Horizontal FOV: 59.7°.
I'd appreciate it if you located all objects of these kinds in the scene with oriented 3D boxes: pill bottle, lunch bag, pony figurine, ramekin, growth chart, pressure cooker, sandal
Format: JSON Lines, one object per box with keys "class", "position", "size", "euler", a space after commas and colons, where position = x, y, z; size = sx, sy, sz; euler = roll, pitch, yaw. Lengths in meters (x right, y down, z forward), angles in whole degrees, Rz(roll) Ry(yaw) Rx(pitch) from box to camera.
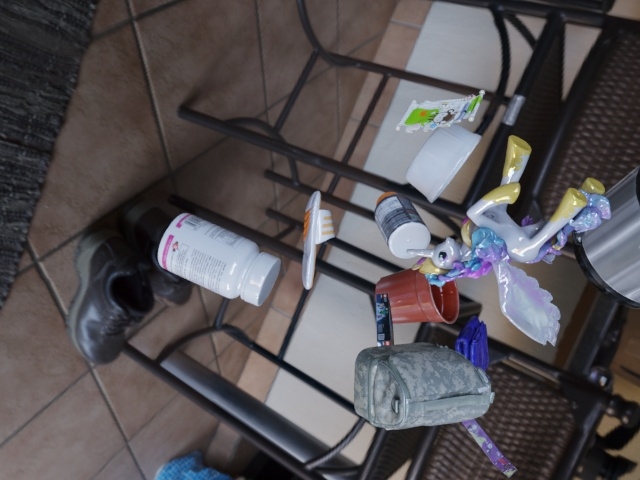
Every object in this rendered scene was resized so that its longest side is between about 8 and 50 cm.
{"class": "pill bottle", "position": [0.243, -0.060, 1.730], "size": [0.245, 0.131, 0.130], "euler": [-106, -159, -57]}
{"class": "lunch bag", "position": [0.275, 0.402, 1.507], "size": [0.305, 0.256, 0.212], "euler": [1, 94, -25]}
{"class": "pony figurine", "position": [0.406, 0.005, 1.157], "size": [0.363, 0.351, 0.302], "euler": [-55, -164, 41]}
{"class": "ramekin", "position": [0.413, -0.277, 1.912], "size": [0.277, 0.135, 0.277], "euler": [-51, 170, -12]}
{"class": "growth chart", "position": [0.346, -0.371, 1.616], "size": [0.021, 0.238, 0.171], "euler": [66, 35, -38]}
{"class": "pill bottle", "position": [-0.258, 0.053, 1.442], "size": [0.160, 0.283, 0.160], "euler": [24, 90, -81]}
{"class": "pressure cooker", "position": [0.925, -0.012, 1.555], "size": [0.420, 0.376, 0.369], "euler": [113, -27, -60]}
{"class": "sandal", "position": [-0.003, 0.000, 1.506], "size": [0.102, 0.076, 0.265], "euler": [-168, -98, -76]}

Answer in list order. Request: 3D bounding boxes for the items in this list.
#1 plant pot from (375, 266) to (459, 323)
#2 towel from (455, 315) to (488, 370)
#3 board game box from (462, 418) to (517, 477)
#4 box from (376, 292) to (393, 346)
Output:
{"class": "plant pot", "position": [0.384, 0.221, 2.264], "size": [0.272, 0.265, 0.272], "euler": [27, 56, -48]}
{"class": "towel", "position": [0.559, 0.416, 2.017], "size": [0.308, 0.076, 0.227], "euler": [-15, 99, -64]}
{"class": "board game box", "position": [0.539, 0.651, 1.959], "size": [0.056, 0.346, 0.208], "euler": [-43, 136, 6]}
{"class": "box", "position": [0.212, 0.305, 1.810], "size": [0.233, 0.044, 0.159], "euler": [-83, 163, -57]}
